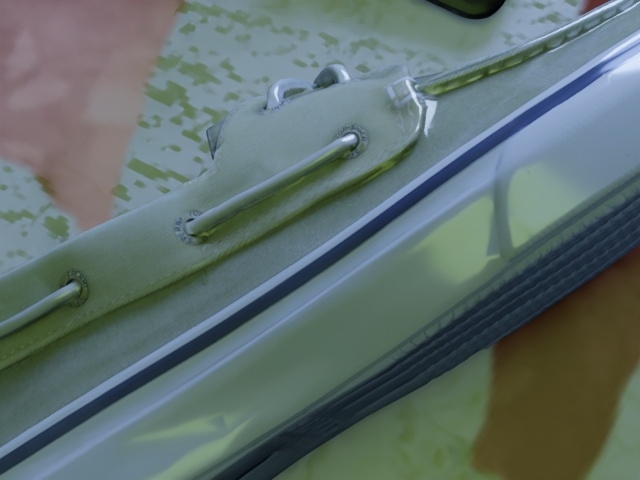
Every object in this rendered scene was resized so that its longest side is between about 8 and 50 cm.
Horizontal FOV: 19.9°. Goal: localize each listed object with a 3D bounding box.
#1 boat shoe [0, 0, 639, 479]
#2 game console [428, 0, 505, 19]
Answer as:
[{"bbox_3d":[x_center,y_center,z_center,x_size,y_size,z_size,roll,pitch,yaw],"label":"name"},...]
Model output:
[{"bbox_3d":[0.000,0.000,0.520,0.302,0.109,0.094,-32,77,-1],"label":"boat shoe"},{"bbox_3d":[0.029,-0.149,0.567,0.071,0.107,0.122,19,78,35],"label":"game console"}]
